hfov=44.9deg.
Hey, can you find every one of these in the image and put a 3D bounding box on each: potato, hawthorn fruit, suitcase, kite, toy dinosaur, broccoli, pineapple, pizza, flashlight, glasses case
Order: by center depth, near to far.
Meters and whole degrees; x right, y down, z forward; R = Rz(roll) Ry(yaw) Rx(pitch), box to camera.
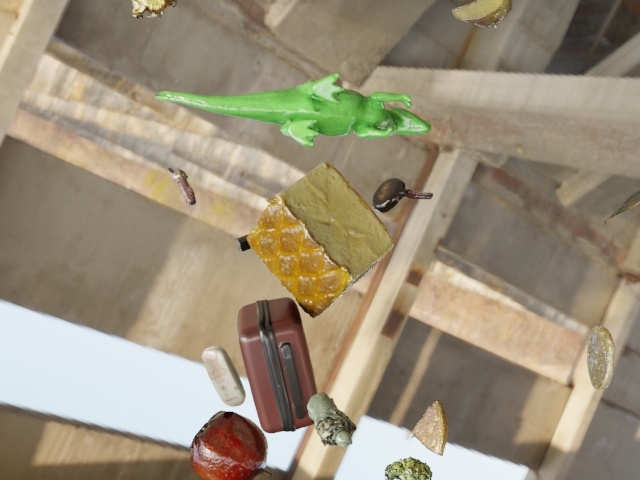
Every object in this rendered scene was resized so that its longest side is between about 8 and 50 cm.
[{"bbox_3d":[0.595,-0.119,1.299,0.016,0.321,0.234,42,-153,3],"label":"kite"},{"bbox_3d":[-0.309,-0.461,1.381,0.069,0.137,0.116,-18,136,12],"label":"pineapple"},{"bbox_3d":[0.227,0.362,1.526,0.029,0.099,0.100,17,-179,-32],"label":"pizza"},{"bbox_3d":[-0.042,-0.287,1.617,0.500,0.144,0.374,13,-168,19],"label":"toy dinosaur"},{"bbox_3d":[-0.310,-0.126,1.771,0.052,0.031,0.110,14,-142,-52],"label":"flashlight"},{"bbox_3d":[0.208,0.563,1.852,0.097,0.092,0.095,28,134,-15],"label":"broccoli"},{"bbox_3d":[-0.103,0.305,1.916,0.161,0.297,0.236,-12,-164,-4],"label":"suitcase"},{"bbox_3d":[-0.246,0.608,2.205,0.249,0.215,0.215,38,175,-9],"label":"hawthorn fruit"},{"bbox_3d":[0.480,-0.650,2.259,0.172,0.089,0.100,-15,156,27],"label":"potato"},{"bbox_3d":[-0.283,0.401,2.279,0.081,0.204,0.051,-17,-160,20],"label":"glasses case"}]

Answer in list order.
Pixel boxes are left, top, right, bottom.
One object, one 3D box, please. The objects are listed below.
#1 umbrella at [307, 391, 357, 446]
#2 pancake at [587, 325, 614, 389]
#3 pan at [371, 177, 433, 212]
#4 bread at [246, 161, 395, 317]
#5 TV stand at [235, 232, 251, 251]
[{"bbox_3d":[0.018,0.312,1.333,0.067,0.062,0.143,4,-166,-23],"label":"umbrella"},{"bbox_3d":[0.590,0.247,1.639,0.022,0.139,0.139,3,177,1],"label":"pancake"},{"bbox_3d":[0.225,-0.129,2.173,0.212,0.115,0.040,2,148,49],"label":"pan"},{"bbox_3d":[0.000,0.000,1.906,0.279,0.207,0.279,48,146,8],"label":"bread"},{"bbox_3d":[-0.122,-0.022,2.058,0.249,0.036,0.042,-21,-164,-39],"label":"TV stand"}]
